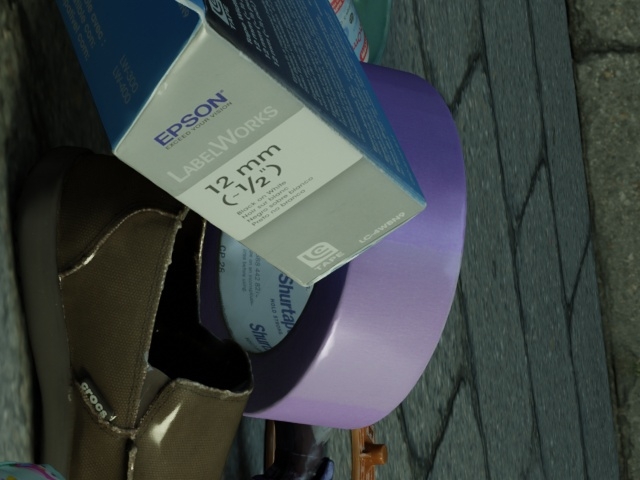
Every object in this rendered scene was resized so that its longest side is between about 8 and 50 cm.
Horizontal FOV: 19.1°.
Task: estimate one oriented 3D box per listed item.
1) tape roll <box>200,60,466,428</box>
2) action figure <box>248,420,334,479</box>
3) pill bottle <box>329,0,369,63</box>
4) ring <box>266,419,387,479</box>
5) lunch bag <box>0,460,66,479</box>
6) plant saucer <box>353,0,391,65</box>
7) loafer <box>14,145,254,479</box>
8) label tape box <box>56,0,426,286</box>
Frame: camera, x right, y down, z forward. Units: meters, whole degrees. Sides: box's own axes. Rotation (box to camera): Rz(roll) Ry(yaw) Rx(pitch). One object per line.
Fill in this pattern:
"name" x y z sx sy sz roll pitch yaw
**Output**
"tape roll" 0.000 0.000 1.421 0.090 0.275 0.275 11 73 -27
"action figure" -0.009 0.123 1.587 0.185 0.099 0.285 14 -84 64
"pill bottle" -0.006 -0.185 1.703 0.160 0.087 0.087 64 30 -54
"ring" 0.014 0.214 1.829 0.336 0.032 0.336 -1 90 -72
"lunch bag" -0.173 0.242 1.007 0.223 0.160 0.262 12 66 -69
"plant saucer" 0.020 -0.287 1.878 0.317 0.043 0.317 -2 90 -73
"loafer" -0.111 0.118 1.256 0.134 0.130 0.366 -50 136 -65
"label tape box" -0.093 -0.149 1.189 0.347 0.115 0.249 34 26 -52
